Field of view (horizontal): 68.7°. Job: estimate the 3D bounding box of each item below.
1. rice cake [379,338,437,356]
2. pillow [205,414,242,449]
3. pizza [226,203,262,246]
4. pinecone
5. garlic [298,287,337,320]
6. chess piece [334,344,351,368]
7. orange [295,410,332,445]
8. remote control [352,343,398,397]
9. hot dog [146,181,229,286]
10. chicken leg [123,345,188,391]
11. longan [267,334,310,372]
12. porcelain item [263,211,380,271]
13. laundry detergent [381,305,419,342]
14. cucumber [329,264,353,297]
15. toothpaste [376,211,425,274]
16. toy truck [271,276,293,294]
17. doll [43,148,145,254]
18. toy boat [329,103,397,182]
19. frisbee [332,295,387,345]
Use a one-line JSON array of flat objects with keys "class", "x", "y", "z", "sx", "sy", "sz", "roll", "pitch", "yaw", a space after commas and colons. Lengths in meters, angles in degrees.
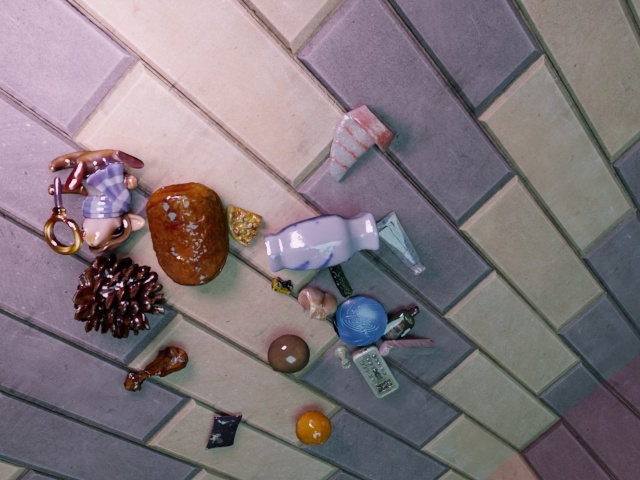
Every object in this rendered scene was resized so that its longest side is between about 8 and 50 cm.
[{"class": "rice cake", "x": 0.407, "y": 0.494, "z": 2.168, "sx": 0.365, "sy": 0.056, "sz": 0.072, "roll": 8, "pitch": 125, "yaw": -39}, {"class": "pillow", "x": -0.452, "y": 0.892, "z": 2.183, "sx": 0.142, "sy": 0.055, "sz": 0.208, "roll": 4, "pitch": 117, "yaw": -28}, {"class": "pizza", "x": -0.279, "y": -0.062, "z": 1.723, "sx": 0.134, "sy": 0.046, "sz": 0.175, "roll": -28, "pitch": 121, "yaw": 0}, {"class": "pinecone", "x": -0.689, "y": 0.209, "z": 1.633, "sx": 0.296, "sy": 0.242, "sz": 0.298, "roll": 12, "pitch": 107, "yaw": -20}, {"class": "garlic", "x": -0.010, "y": 0.263, "z": 1.957, "sx": 0.175, "sy": 0.099, "sz": 0.123, "roll": 14, "pitch": 93, "yaw": -27}, {"class": "chess piece", "x": 0.104, "y": 0.531, "z": 2.120, "sx": 0.067, "sy": 0.103, "sz": 0.067, "roll": -7, "pitch": 119, "yaw": -12}, {"class": "orange", "x": -0.033, "y": 0.900, "z": 2.245, "sx": 0.178, "sy": 0.155, "sz": 0.177, "roll": 5, "pitch": 157, "yaw": 2}, {"class": "remote control", "x": 0.262, "y": 0.622, "z": 2.238, "sx": 0.128, "sy": 0.065, "sz": 0.335, "roll": -30, "pitch": 121, "yaw": -1}, {"class": "hot dog", "x": -0.454, "y": -0.023, "z": 1.624, "sx": 0.267, "sy": 0.174, "sz": 0.387, "roll": -8, "pitch": 120, "yaw": -8}, {"class": "chicken leg", "x": -0.673, "y": 0.519, "z": 1.905, "sx": 0.305, "sy": 0.093, "sz": 0.113, "roll": -29, "pitch": 104, "yaw": 9}, {"class": "longan", "x": -0.139, "y": 0.493, "z": 1.998, "sx": 0.185, "sy": 0.159, "sz": 0.204, "roll": 26, "pitch": 121, "yaw": -27}, {"class": "porcelain item", "x": 0.000, "y": 0.000, "z": 1.733, "sx": 0.406, "sy": 0.242, "sz": 0.178, "roll": -11, "pitch": 98, "yaw": -6}, {"class": "laundry detergent", "x": 0.365, "y": 0.380, "z": 2.135, "sx": 0.222, "sy": 0.078, "sz": 0.144, "roll": -36, "pitch": 123, "yaw": 2}, {"class": "cucumber", "x": 0.077, "y": 0.155, "z": 1.939, "sx": 0.058, "sy": 0.058, "sz": 0.187, "roll": -26, "pitch": 121, "yaw": -2}, {"class": "toothpaste", "x": 0.333, "y": 0.020, "z": 1.941, "sx": 0.114, "sy": 0.073, "sz": 0.299, "roll": -37, "pitch": 114, "yaw": 6}, {"class": "toy truck", "x": -0.157, "y": 0.184, "z": 1.890, "sx": 0.083, "sy": 0.049, "sz": 0.054, "roll": 20, "pitch": 112, "yaw": -26}, {"class": "doll", "x": -0.703, "y": -0.121, "z": 1.467, "sx": 0.318, "sy": 0.209, "sz": 0.339, "roll": -2, "pitch": 120, "yaw": -7}, {"class": "toy boat", "x": 0.116, "y": -0.337, "z": 1.684, "sx": 0.206, "sy": 0.096, "sz": 0.282, "roll": 35, "pitch": 116, "yaw": -22}, {"class": "frisbee", "x": 0.175, "y": 0.359, "z": 2.048, "sx": 0.242, "sy": 0.045, "sz": 0.241, "roll": 0, "pitch": 106, "yaw": -1}]
